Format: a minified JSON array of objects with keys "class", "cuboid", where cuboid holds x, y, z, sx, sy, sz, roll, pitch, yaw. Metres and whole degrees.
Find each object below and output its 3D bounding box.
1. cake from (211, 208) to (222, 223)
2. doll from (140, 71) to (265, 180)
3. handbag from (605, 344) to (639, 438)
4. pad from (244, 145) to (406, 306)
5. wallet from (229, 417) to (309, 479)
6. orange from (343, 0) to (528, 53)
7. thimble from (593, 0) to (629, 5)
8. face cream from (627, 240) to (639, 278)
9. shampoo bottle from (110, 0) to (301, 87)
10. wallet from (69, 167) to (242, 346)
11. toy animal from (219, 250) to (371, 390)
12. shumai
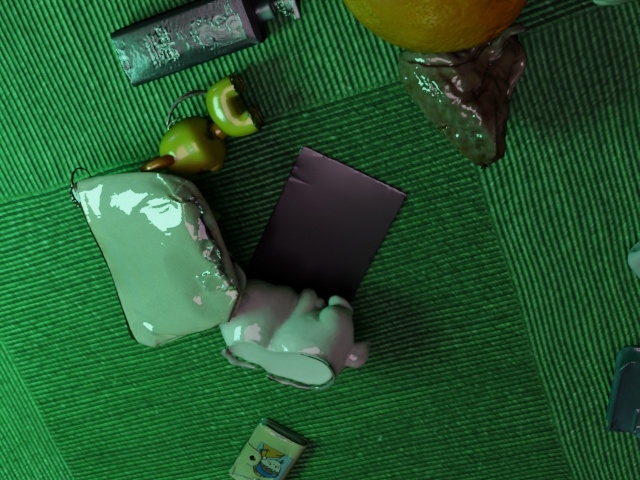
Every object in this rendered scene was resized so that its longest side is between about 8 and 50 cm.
[{"class":"cake","cuboid":[-0.254,0.038,1.575,0.099,0.100,0.235,19,114,3]},{"class":"doll","cuboid":[-0.205,-0.174,1.461,0.221,0.143,0.135,-29,105,13]},{"class":"handbag","cuboid":[0.628,0.279,1.549,0.229,0.062,0.179,4,117,8]},{"class":"pad","cuboid":[0.000,0.000,1.567,0.202,0.005,0.300,25,115,-1]},{"class":"wallet","cuboid":[-0.107,0.435,1.755,0.110,0.039,0.155,29,114,-4]},{"class":"orange","cuboid":[0.158,-0.402,1.175,0.312,0.312,0.312,4,114,8]},{"class":"thimble","cuboid":[0.409,-0.459,1.153,0.195,0.291,0.291,-16,110,20]},{"class":"face cream","cuboid":[0.643,0.099,1.447,0.291,0.071,0.144,48,128,-7]},{"class":"shampoo bottle","cuboid":[-0.179,-0.341,1.418,0.309,0.071,0.098,-16,106,14]},{"class":"wallet","cuboid":[-0.273,0.022,1.480,0.275,0.068,0.335,-7,110,31]},{"class":"toy animal","cuboid":[-0.080,0.145,1.549,0.325,0.154,0.208,33,136,-18]},{"class":"shumai","cuboid":[0.245,-0.242,1.319,0.185,0.184,0.218,-39,85,25]}]
